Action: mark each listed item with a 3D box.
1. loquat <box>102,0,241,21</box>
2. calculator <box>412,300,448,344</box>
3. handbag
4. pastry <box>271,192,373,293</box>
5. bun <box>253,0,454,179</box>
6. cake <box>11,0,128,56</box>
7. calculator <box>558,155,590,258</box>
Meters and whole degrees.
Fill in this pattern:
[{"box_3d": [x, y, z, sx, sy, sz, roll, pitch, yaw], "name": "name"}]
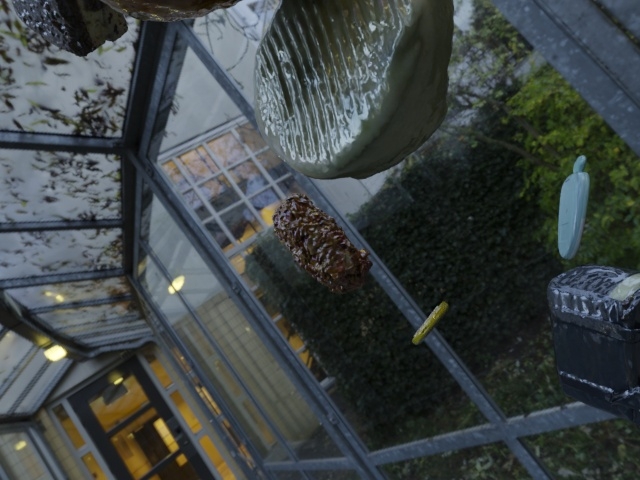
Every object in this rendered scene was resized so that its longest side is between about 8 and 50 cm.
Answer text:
[{"box_3d": [-0.128, -0.327, 0.332, 0.276, 0.276, 0.284, -37, -53, 1], "name": "loquat"}, {"box_3d": [0.327, 0.244, 1.295, 0.146, 0.032, 0.235, -55, -19, 13], "name": "calculator"}, {"box_3d": [0.504, 0.167, 0.718, 0.181, 0.254, 0.181, -15, 11, -20], "name": "handbag"}, {"box_3d": [-0.002, 0.002, 0.603, 0.087, 0.169, 0.063, -46, -13, -8], "name": "pastry"}, {"box_3d": [0.034, -0.164, 0.433, 0.116, 0.210, 0.237, -5, -27, -45], "name": "bun"}, {"box_3d": [-0.390, -0.412, 0.629, 0.112, 0.135, 0.246, -58, -14, -35], "name": "cake"}, {"box_3d": [0.720, -0.093, 1.249, 0.042, 0.295, 0.184, 7, -1, 17], "name": "calculator"}]
